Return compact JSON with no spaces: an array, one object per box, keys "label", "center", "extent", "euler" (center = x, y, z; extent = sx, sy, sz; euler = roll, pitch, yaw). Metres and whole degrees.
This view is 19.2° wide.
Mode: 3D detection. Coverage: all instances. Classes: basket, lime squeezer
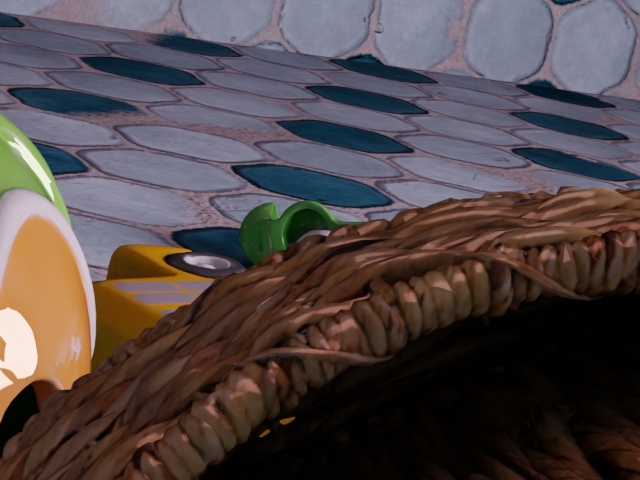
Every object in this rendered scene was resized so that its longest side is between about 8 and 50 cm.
[{"label":"basket","center":[0.060,0.113,0.570],"extent":[0.299,0.213,0.223],"euler":[-21,20,-12]},{"label":"lime squeezer","center":[0.000,0.000,1.549],"extent":[0.110,0.058,0.310],"euler":[12,-6,-24]}]

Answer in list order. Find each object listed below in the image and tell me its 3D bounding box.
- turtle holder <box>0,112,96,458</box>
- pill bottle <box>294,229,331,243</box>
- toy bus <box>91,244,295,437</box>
[{"label":"turtle holder","center":[-0.247,0.047,0.765],"extent":[0.320,0.243,0.227],"euler":[15,27,-25]},{"label":"pill bottle","center":[0.087,0.064,1.238],"extent":[0.221,0.121,0.121],"euler":[7,13,-17]},{"label":"toy bus","center":[-0.035,0.097,1.019],"extent":[0.130,0.108,0.333],"euler":[-2,19,-41]}]
